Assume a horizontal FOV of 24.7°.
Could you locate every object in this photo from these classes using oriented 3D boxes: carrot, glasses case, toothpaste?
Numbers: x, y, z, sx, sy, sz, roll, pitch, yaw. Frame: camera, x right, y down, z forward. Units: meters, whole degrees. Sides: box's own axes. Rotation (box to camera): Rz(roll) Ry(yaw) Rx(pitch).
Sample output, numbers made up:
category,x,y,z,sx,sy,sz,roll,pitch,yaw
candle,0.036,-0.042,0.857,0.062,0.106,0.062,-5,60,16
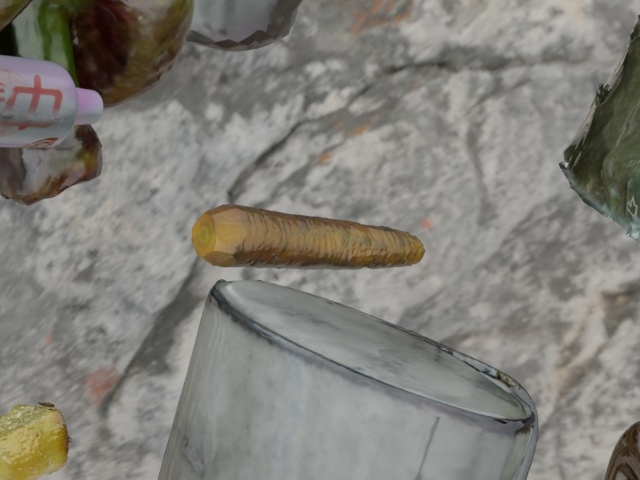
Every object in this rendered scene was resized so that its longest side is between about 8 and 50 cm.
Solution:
category,x,y,z,sx,sy,sz,roll,pitch,yaw
carrot,0.000,0.000,1.548,0.314,0.066,0.066,3,74,-41
glasses case,-0.028,0.168,0.451,0.060,0.114,0.299,-4,113,-60
toothpaste,-0.128,-0.043,0.420,0.170,0.028,0.045,-3,104,-52

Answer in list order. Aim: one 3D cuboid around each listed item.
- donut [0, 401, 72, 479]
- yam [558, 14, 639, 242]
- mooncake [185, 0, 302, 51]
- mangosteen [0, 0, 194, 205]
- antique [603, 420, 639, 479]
category,x,y,z,sx,sy,sz,roll,pitch,yaw
donut,-0.327,0.175,1.410,0.181,0.146,0.078,37,51,14
yam,0.270,-0.123,0.646,0.241,0.241,0.348,24,95,-14
mooncake,-0.200,-0.304,1.229,0.381,0.350,0.212,2,109,-24
mangosteen,-0.126,-0.141,0.533,0.228,0.228,0.265,-9,79,-24
antique,0.274,0.240,1.059,0.121,0.143,0.257,7,39,-20
